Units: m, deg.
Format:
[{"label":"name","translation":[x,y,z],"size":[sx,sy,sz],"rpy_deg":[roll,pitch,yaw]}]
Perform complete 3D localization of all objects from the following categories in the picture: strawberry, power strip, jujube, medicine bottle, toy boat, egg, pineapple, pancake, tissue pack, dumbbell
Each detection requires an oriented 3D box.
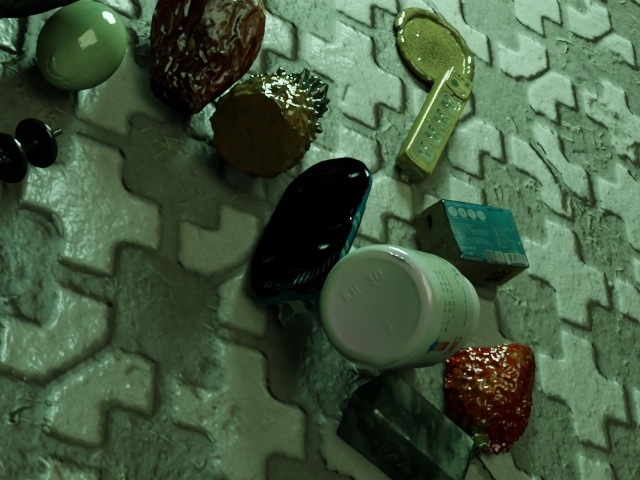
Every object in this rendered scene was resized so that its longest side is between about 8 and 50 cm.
[{"label":"strawberry","translation":[0.279,0.218,1.985],"size":[0.175,0.107,0.236],"rpy_deg":[40,42,-15]},{"label":"power strip","translation":[0.201,-0.208,2.243],"size":[0.064,0.044,0.305],"rpy_deg":[40,47,-13]},{"label":"jujube","translation":[-0.176,-0.292,1.905],"size":[0.168,0.168,0.236],"rpy_deg":[33,61,-21]},{"label":"medicine bottle","translation":[0.124,0.097,1.824],"size":[0.170,0.170,0.293],"rpy_deg":[66,18,15]},{"label":"toy boat","translation":[0.000,0.000,1.895],"size":[0.092,0.134,0.299],"rpy_deg":[67,32,-34]},{"label":"egg","translation":[-0.327,-0.264,1.762],"size":[0.114,0.114,0.152],"rpy_deg":[44,41,-9]},{"label":"pineapple","translation":[-0.057,-0.199,1.949],"size":[0.158,0.158,0.279],"rpy_deg":[48,28,-6]},{"label":"pancake","translation":[0.211,-0.354,2.389],"size":[0.199,0.021,0.199],"rpy_deg":[23,48,-28]},{"label":"tissue pack","translation":[0.247,0.005,2.122],"size":[0.169,0.082,0.120],"rpy_deg":[7,57,-39]},{"label":"dumbbell","translation":[-0.380,-0.115,1.643],"size":[0.069,0.069,0.147],"rpy_deg":[53,41,0]}]

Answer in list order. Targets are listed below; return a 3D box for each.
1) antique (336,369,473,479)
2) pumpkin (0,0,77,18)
[{"label":"antique","translation":[0.125,0.279,1.815],"size":[0.183,0.088,0.086],"rpy_deg":[40,43,-13]},{"label":"pumpkin","translation":[-0.451,-0.470,1.621],"size":[0.454,0.344,0.454],"rpy_deg":[30,23,-14]}]
